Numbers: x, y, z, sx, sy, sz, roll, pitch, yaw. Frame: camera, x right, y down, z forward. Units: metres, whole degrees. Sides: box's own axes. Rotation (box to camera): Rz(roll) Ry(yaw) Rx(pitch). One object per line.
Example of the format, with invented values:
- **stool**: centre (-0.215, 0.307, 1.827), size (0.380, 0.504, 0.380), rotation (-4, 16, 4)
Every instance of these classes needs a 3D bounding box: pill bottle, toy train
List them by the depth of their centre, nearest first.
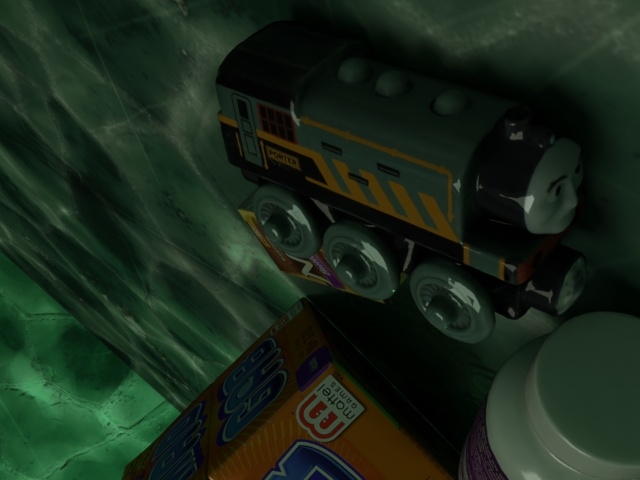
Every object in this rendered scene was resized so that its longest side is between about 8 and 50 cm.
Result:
- **toy train**: centre (0.055, -0.054, 0.693), size (0.334, 0.142, 0.190), rotation (26, 143, 34)
- **pill bottle**: centre (0.224, 0.181, 0.780), size (0.169, 0.169, 0.301), rotation (34, 157, 19)

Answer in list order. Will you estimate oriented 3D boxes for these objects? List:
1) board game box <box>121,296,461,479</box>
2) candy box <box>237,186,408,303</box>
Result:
- **board game box**: centre (-0.012, 0.344, 1.077), size (0.356, 0.356, 0.356), rotation (46, -179, -9)
- **candy box**: centre (0.000, 0.000, 0.976), size (0.186, 0.053, 0.109), rotation (16, 147, 50)
